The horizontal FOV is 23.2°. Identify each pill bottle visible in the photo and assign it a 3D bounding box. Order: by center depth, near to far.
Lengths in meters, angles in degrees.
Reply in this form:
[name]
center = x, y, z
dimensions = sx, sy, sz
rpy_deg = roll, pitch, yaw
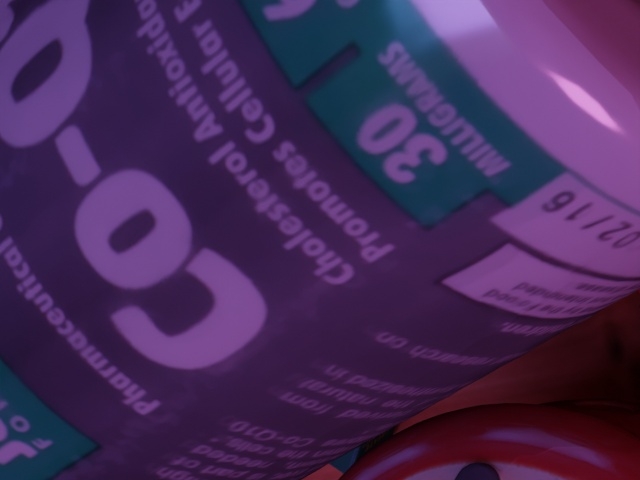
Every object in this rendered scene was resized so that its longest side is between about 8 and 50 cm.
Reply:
[pill bottle]
center = -0.037, -0.019, 0.521
dimensions = 0.361, 0.204, 0.204
rpy_deg = -36, 88, 37

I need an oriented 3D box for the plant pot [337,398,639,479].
[plant pot]
center = 0.087, 0.149, 0.541
dimensions = 0.191, 0.174, 0.191
rpy_deg = -4, 81, 24

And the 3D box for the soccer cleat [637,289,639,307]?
[soccer cleat]
center = 0.147, 0.033, 0.582
dimensions = 0.083, 0.029, 0.035
rpy_deg = 57, 136, 6

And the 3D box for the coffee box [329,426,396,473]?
[coffee box]
center = 0.000, 0.000, 0.667
dimensions = 0.113, 0.040, 0.184
rpy_deg = 30, 126, 22
